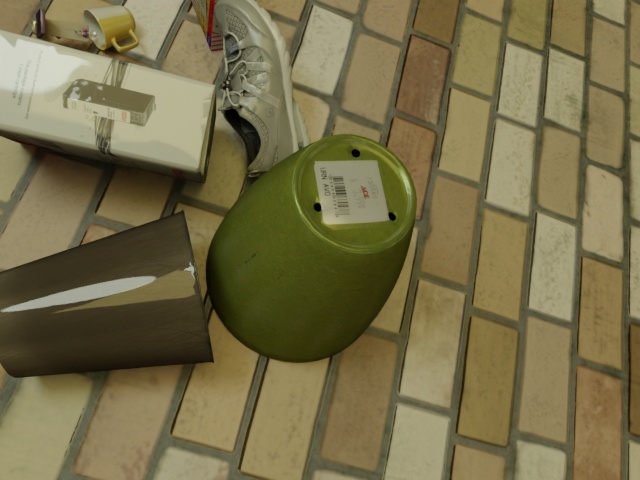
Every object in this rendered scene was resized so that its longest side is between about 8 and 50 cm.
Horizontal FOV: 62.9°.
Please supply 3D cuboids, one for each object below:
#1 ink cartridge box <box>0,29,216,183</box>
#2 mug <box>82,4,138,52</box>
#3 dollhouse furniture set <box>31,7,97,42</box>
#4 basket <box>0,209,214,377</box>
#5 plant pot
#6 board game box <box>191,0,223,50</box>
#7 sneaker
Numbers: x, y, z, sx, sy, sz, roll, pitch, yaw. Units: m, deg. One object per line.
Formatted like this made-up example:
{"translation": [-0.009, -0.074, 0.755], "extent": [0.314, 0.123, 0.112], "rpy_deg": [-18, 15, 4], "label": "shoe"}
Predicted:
{"translation": [-0.278, -0.163, 0.692], "extent": [0.272, 0.197, 0.114], "rpy_deg": [12, 90, -12], "label": "ink cartridge box"}
{"translation": [-0.329, -0.337, 0.835], "extent": [0.064, 0.062, 0.078], "rpy_deg": [-36, 113, -32], "label": "mug"}
{"translation": [-0.393, -0.283, 0.808], "extent": [0.081, 0.091, 0.114], "rpy_deg": [-4, 99, -36], "label": "dollhouse furniture set"}
{"translation": [-0.265, 0.077, 0.650], "extent": [0.226, 0.154, 0.204], "rpy_deg": [-11, 73, -15], "label": "basket"}
{"translation": [0.000, 0.000, 0.667], "extent": [0.274, 0.293, 0.275], "rpy_deg": [5, 70, -13], "label": "plant pot"}
{"translation": [-0.186, -0.439, 0.858], "extent": [0.045, 0.147, 0.193], "rpy_deg": [-17, 75, -20], "label": "board game box"}
{"translation": [-0.105, -0.229, 0.783], "extent": [0.115, 0.105, 0.281], "rpy_deg": [-24, 98, -30], "label": "sneaker"}
